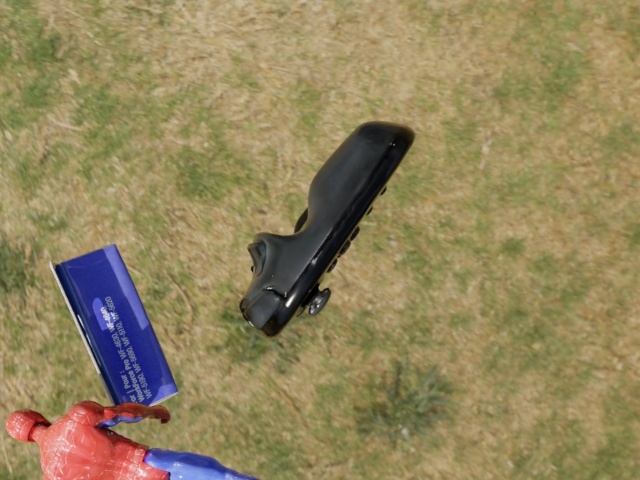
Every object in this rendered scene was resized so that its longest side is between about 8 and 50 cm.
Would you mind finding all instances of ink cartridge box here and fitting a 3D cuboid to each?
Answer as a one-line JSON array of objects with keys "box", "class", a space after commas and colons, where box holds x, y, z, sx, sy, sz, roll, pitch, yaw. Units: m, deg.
[{"box": [-0.210, 0.098, 1.037, 0.065, 0.332, 0.166, -23, 89, -10], "class": "ink cartridge box"}]

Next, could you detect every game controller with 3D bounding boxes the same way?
[{"box": [0.000, 0.000, 0.744, 0.067, 0.319, 0.166, 44, 84, 0], "class": "game controller"}]

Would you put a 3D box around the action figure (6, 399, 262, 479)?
[{"box": [-0.131, 0.200, 0.843, 0.280, 0.139, 0.092, 22, 89, -4], "class": "action figure"}]
